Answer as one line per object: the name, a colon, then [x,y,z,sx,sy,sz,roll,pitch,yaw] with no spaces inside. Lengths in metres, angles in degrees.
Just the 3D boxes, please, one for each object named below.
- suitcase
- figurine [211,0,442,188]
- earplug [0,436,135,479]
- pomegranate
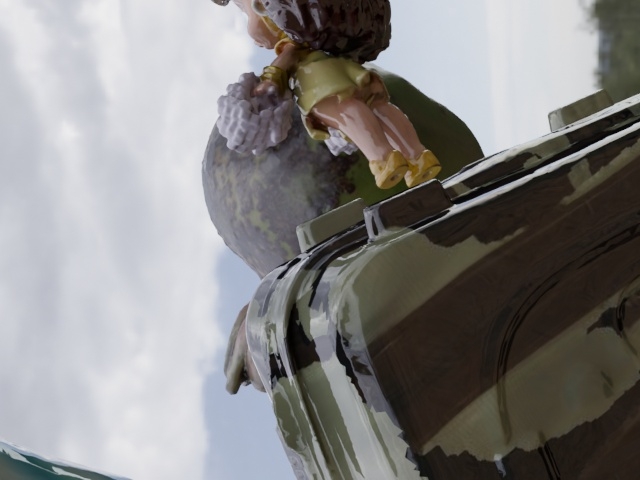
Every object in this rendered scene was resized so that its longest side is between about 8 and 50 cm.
suitcase: [0.154,0.103,0.701,0.194,0.351,0.339,-12,102,66]
figurine: [0.002,-0.136,0.936,0.174,0.115,0.240,1,-117,-53]
earplug: [-0.237,0.098,0.511,0.324,0.185,0.185,42,-139,-28]
pomegranate: [0.000,0.000,1.207,0.341,0.285,0.285,-63,-14,2]
